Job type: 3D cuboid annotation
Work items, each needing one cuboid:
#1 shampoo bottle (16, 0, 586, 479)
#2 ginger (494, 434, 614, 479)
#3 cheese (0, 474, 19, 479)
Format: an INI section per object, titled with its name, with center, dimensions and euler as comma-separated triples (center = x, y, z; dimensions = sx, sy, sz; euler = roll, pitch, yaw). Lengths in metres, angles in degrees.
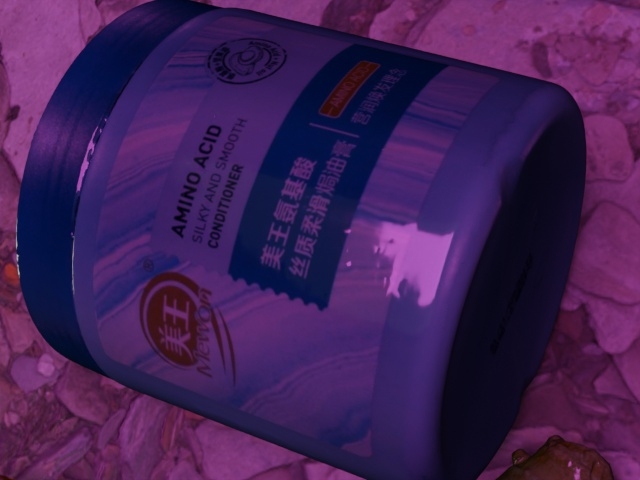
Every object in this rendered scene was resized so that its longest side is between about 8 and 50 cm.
[shampoo bottle]
center = 0.000, 0.000, 0.846
dimensions = 0.343, 0.331, 0.331
euler = 18, 84, 24
[ginger]
center = 0.099, 0.240, 0.876
dimensions = 0.290, 0.089, 0.137
euler = -13, 46, 25
[cheese]
center = -0.327, 0.353, 1.037
dimensions = 0.157, 0.064, 0.250
euler = 6, 88, 25
